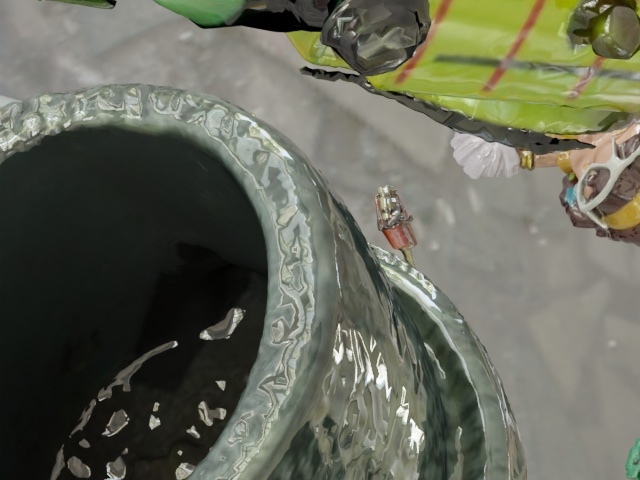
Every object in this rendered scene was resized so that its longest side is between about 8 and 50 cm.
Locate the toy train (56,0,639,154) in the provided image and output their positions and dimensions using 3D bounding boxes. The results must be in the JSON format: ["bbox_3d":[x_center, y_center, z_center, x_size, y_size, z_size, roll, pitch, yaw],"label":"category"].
[{"bbox_3d":[0.067,-0.084,0.431,0.296,0.100,0.160,3,39,-29],"label":"toy train"}]

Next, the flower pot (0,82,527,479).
[{"bbox_3d":[-0.052,0.116,0.763,0.283,0.299,0.299,55,40,-53],"label":"flower pot"}]

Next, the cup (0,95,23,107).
[{"bbox_3d":[-0.270,-0.015,2.123,0.253,0.372,0.253,14,90,-81],"label":"cup"}]

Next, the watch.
[{"bbox_3d":[0.005,0.005,1.591,0.102,0.165,0.268,-100,-169,-50],"label":"watch"}]

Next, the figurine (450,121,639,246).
[{"bbox_3d":[0.204,-0.084,1.330,0.116,0.174,0.240,29,16,-39],"label":"figurine"}]

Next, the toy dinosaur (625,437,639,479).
[{"bbox_3d":[0.316,0.208,1.494,0.153,0.094,0.259,45,56,-31],"label":"toy dinosaur"}]
